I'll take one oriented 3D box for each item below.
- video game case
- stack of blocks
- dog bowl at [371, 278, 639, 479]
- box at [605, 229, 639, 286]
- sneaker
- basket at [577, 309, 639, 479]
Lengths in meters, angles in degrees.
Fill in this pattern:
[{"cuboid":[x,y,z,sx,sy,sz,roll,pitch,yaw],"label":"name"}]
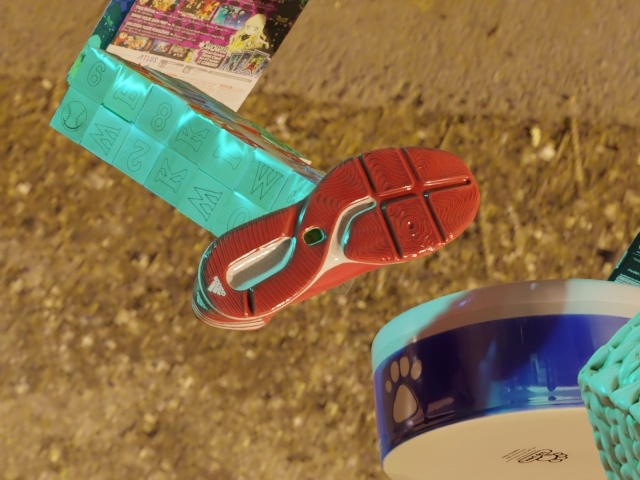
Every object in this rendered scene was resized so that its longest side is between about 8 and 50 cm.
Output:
[{"cuboid":[-0.152,-0.239,1.799,0.232,0.042,0.210,7,129,-43],"label":"video game case"},{"cuboid":[-0.084,-0.063,1.425,0.297,0.171,0.087,33,98,28],"label":"stack of blocks"},{"cuboid":[0.175,0.128,1.247,0.265,0.104,0.265,-2,156,-1],"label":"dog bowl"},{"cuboid":[0.492,0.051,1.933,0.220,0.175,0.051,25,151,24],"label":"box"},{"cuboid":[0.000,0.000,1.116,0.087,0.221,0.128,70,160,5],"label":"sneaker"},{"cuboid":[0.219,0.106,0.822,0.103,0.113,0.167,34,158,41],"label":"basket"}]
